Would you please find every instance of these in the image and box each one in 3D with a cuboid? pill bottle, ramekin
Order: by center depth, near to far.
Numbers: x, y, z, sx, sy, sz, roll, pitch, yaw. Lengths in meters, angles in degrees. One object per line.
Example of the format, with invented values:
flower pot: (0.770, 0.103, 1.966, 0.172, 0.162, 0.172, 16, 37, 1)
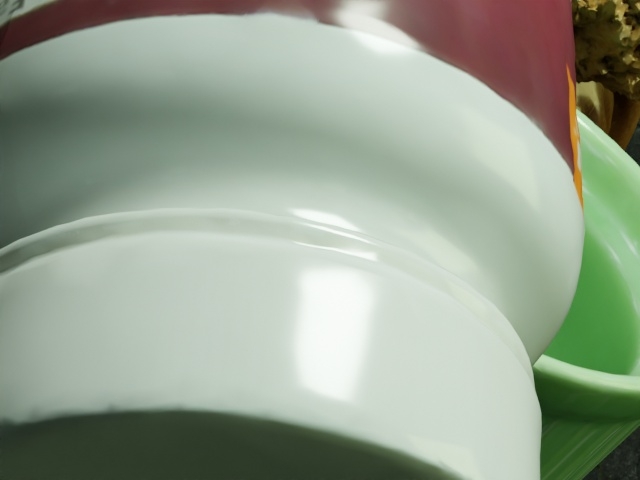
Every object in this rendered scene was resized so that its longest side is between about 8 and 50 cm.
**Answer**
pill bottle: (-0.021, -0.063, 0.579, 0.224, 0.224, 0.392, 80, 11, -54)
ramekin: (0.048, 0.016, 0.862, 0.148, 0.303, 0.303, -55, -167, 30)

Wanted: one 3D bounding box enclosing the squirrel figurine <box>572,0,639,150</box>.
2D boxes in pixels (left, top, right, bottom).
squirrel figurine: (0.155, -0.136, 1.112, 0.397, 0.281, 0.370, 117, -8, -50)
